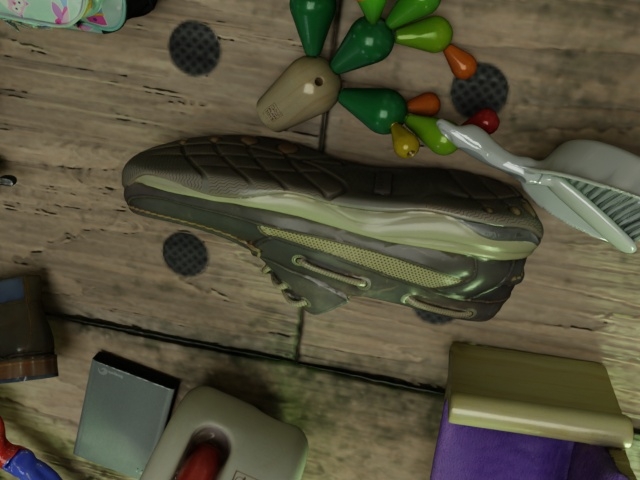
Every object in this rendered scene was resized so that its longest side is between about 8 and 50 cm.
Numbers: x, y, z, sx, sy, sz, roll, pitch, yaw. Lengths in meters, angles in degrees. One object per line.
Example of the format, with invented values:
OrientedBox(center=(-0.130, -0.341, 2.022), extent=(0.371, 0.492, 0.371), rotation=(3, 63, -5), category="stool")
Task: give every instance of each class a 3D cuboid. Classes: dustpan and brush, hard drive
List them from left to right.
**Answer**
OrientedBox(center=(-0.213, 0.193, 0.799), extent=(0.094, 0.022, 0.135), rotation=(20, 114, 3), category="hard drive")
OrientedBox(center=(0.186, -0.044, 0.557), extent=(0.211, 0.147, 0.060), rotation=(38, 83, -1), category="dustpan and brush")

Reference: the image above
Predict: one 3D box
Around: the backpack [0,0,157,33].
OrientedBox(center=(-0.230, -0.247, 0.560), extent=(0.188, 0.144, 0.166), rotation=(12, 119, 10), category="backpack")

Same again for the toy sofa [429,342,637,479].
OrientedBox(center=(0.168, 0.293, 0.679), extent=(0.150, 0.177, 0.363), rotation=(8, 114, 8), category="toy sofa")

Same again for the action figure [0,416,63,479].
OrientedBox(center=(-0.343, 0.278, 0.794), extent=(0.280, 0.139, 0.091), rotation=(44, 155, -7), category="action figure")

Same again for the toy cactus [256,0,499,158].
OrientedBox(center=(0.023, -0.139, 0.583), extent=(0.180, 0.112, 0.219), rotation=(-30, 113, 31), category="toy cactus")

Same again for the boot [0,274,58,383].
OrientedBox(center=(-0.365, 0.098, 0.779), extent=(0.219, 0.082, 0.106), rotation=(-7, 84, 25), category="boot")

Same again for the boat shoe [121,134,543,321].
OrientedBox(center=(0.000, 0.000, 0.619), extent=(0.355, 0.132, 0.130), rotation=(11, 113, 8), category="boat shoe")

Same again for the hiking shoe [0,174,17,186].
OrientedBox(center=(-0.372, -0.137, 0.676), extent=(0.114, 0.086, 0.227), rotation=(-21, 112, 5), category="hiking shoe")

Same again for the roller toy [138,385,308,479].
OrientedBox(center=(-0.099, 0.253, 0.704), extent=(0.146, 0.209, 0.191), rotation=(24, 106, 0), category="roller toy")
